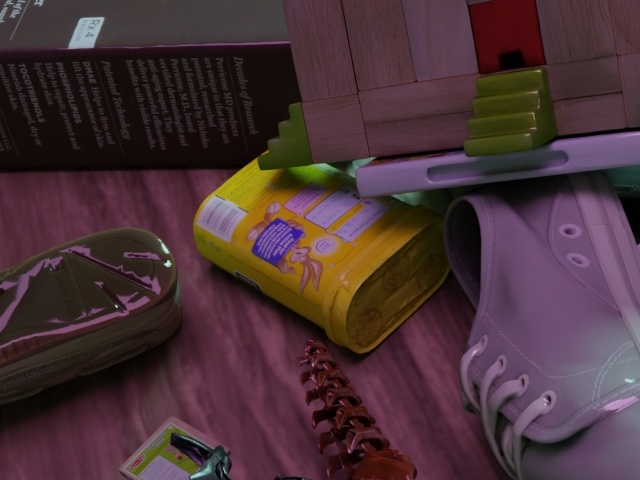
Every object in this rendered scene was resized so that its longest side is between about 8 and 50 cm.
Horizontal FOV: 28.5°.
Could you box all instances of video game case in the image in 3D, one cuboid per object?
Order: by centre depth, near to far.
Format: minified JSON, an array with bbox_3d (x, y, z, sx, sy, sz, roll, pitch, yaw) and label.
[{"bbox_3d":[0.159,-0.077,0.952,0.206,0.026,0.227,-6,12,23],"label":"video game case"}]

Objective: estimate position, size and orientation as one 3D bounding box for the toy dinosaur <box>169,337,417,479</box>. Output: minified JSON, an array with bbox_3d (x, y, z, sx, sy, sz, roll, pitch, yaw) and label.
[{"bbox_3d":[0.003,0.205,0.731,0.218,0.164,0.322,12,25,-20],"label":"toy dinosaur"}]

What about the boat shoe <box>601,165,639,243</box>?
[{"bbox_3d":[0.285,-0.015,0.942,0.227,0.079,0.081,14,55,32],"label":"boat shoe"}]

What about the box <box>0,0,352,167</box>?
[{"bbox_3d":[-0.152,-0.173,1.136,0.381,0.143,0.191,0,44,8],"label":"box"}]

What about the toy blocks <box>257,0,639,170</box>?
[{"bbox_3d":[0.115,-0.203,0.879,0.381,0.261,0.191,-5,13,31],"label":"toy blocks"}]

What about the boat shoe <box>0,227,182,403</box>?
[{"bbox_3d":[-0.248,0.079,0.923,0.302,0.098,0.109,-17,57,-10],"label":"boat shoe"}]

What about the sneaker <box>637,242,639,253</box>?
[{"bbox_3d":[0.286,0.059,0.824,0.152,0.114,0.305,-14,60,32],"label":"sneaker"}]

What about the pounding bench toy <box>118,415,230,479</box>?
[{"bbox_3d":[-0.099,0.172,0.818,0.052,0.065,0.083,24,52,31],"label":"pounding bench toy"}]

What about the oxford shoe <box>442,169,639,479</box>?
[{"bbox_3d":[0.154,0.107,0.772,0.130,0.169,0.449,-6,36,0],"label":"oxford shoe"}]

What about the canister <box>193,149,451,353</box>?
[{"bbox_3d":[0.000,0.000,0.974,0.170,0.073,0.126,28,55,35],"label":"canister"}]
